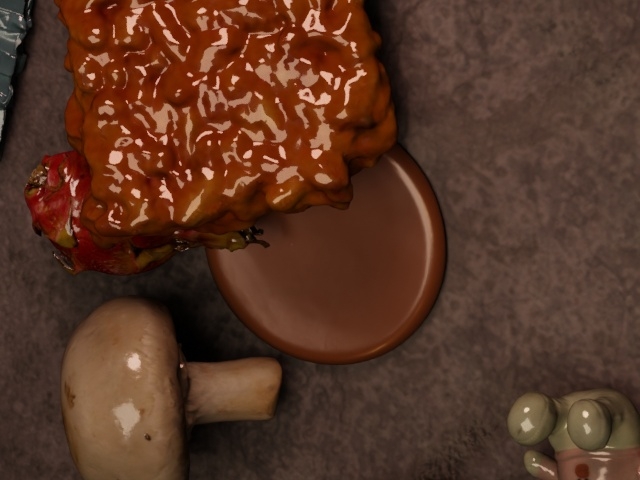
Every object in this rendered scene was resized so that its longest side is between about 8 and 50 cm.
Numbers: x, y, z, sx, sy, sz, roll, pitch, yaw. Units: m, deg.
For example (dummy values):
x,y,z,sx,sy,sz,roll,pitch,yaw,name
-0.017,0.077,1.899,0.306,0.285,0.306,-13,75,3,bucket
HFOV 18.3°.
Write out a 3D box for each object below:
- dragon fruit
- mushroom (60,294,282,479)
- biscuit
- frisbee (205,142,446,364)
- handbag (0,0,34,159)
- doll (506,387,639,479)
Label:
x,y,z,sx,sy,sz,roll,pitch,yaw,name
-0.165,-0.021,1.904,0.246,0.125,0.125,5,76,21,dragon fruit
-0.143,0.152,1.918,0.215,0.207,0.207,-4,105,-11,mushroom
-0.091,-0.164,1.803,0.318,0.110,0.312,-9,85,9,biscuit
0.000,0.000,1.902,0.250,0.021,0.251,5,105,20,frisbee
-0.360,-0.193,1.977,0.144,0.057,0.221,21,110,11,handbag
0.270,0.245,1.814,0.154,0.113,0.275,-14,105,33,doll
